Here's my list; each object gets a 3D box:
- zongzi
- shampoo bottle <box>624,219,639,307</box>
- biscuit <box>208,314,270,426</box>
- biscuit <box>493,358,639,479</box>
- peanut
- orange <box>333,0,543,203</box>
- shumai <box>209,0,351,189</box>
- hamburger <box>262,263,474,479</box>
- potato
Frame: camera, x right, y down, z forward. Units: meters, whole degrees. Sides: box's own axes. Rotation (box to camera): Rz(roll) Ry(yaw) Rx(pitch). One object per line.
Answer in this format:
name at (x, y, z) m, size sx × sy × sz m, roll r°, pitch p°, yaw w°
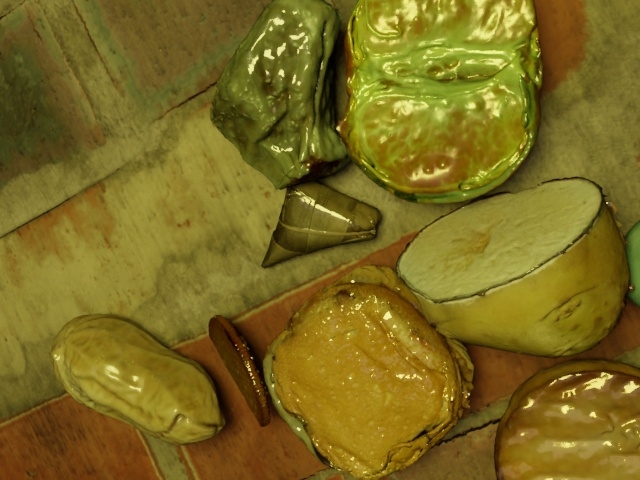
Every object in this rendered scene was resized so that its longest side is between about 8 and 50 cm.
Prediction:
zongzi at (0.000, 0.000, 1.036) m, size 0.160 × 0.078 × 0.176 m, roll 25°, pitch 112°, yaw 10°
shampoo bottle at (0.575, 0.058, 0.850) m, size 0.349 × 0.151 × 0.222 m, roll 14°, pitch 94°, yaw 12°
biscuit at (-0.130, 0.192, 1.043) m, size 0.206 × 0.025 × 0.126 m, roll 52°, pitch 151°, yaw 34°
biscuit at (0.404, 0.315, 0.951) m, size 0.296 × 0.102 × 0.296 m, roll 3°, pitch 101°, yaw 15°
peanut at (-0.305, 0.233, 1.096) m, size 0.340 × 0.158 × 0.174 m, roll 25°, pitch 140°, yaw 7°
orange at (0.172, -0.219, 0.902) m, size 0.262 × 0.196 × 0.334 m, roll -4°, pitch 91°, yaw 29°
shumai at (-0.021, -0.219, 0.942) m, size 0.222 × 0.225 × 0.261 m, roll 34°, pitch 127°, yaw 0°
hamburger at (0.067, 0.203, 0.987) m, size 0.318 × 0.158 × 0.319 m, roll 4°, pitch 99°, yaw 23°
potato at (0.269, 0.063, 0.894) m, size 0.299 × 0.246 × 0.196 m, roll -14°, pitch 118°, yaw 40°
